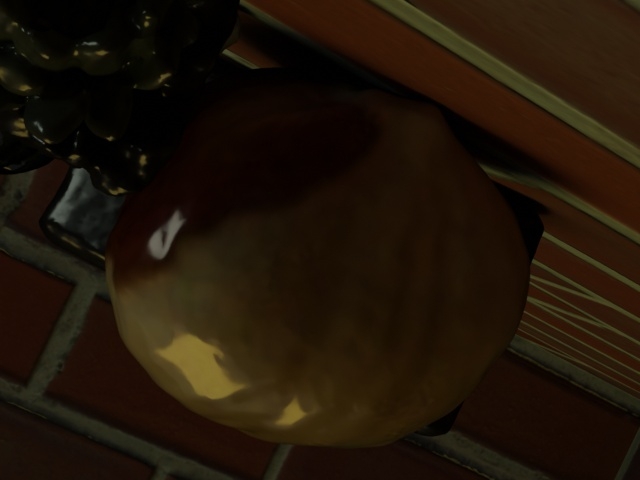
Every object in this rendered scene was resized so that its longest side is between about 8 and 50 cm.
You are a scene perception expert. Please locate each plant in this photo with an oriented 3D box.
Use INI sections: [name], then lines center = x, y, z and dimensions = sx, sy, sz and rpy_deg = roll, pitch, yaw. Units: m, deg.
[plant]
center = -0.107, -0.099, 0.803
dimensions = 0.129, 0.132, 0.194
rpy_deg = 24, -178, -7

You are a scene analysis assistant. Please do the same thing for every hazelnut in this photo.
[hazelnut]
center = 0.000, 0.000, 1.074
dimensions = 0.261, 0.241, 0.261
rpy_deg = 27, -153, -15

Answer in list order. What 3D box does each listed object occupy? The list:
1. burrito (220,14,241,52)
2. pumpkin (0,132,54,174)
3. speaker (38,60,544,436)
[burrito]
center = -0.221, -0.149, 0.995
dimensions = 0.332, 0.135, 0.190
rpy_deg = 24, 172, -29
[pumpkin]
center = -0.277, -0.139, 1.383
dimensions = 0.220, 0.162, 0.220
rpy_deg = 18, -174, -2
[speaker]
center = -0.030, -0.019, 1.344
dimensions = 0.388, 0.180, 0.184
rpy_deg = 27, -175, 13
